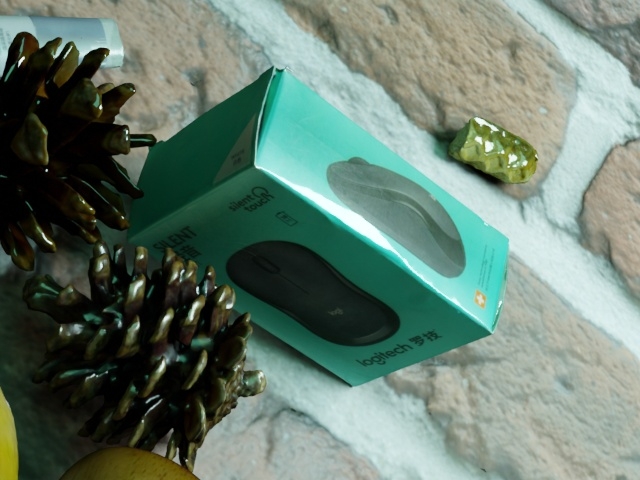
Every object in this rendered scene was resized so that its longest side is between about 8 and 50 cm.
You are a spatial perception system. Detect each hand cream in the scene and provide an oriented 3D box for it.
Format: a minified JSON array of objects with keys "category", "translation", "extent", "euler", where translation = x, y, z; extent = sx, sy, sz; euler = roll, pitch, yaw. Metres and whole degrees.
[{"category":"hand cream","translation":[-0.315,-0.187,1.310],"extent":[0.255,0.048,0.079],"euler":[-7,70,-34]}]

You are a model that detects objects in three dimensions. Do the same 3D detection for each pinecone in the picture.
[{"category":"pinecone","translation":[-0.158,0.093,1.172],"extent":[0.212,0.185,0.168],"euler":[30,18,16]},{"category":"pinecone","translation":[-0.253,-0.085,1.197],"extent":[0.201,0.202,0.229],"euler":[5,36,13]}]

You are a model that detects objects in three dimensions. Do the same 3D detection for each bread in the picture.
[{"category":"bread","translation":[0.207,-0.105,1.590],"extent":[0.110,0.060,0.066],"euler":[23,24,-20]}]

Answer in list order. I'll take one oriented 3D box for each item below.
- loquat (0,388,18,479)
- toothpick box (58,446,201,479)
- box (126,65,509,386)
[{"category":"loquat","translation":[-0.356,0.179,0.930],"extent":[0.359,0.328,0.328],"euler":[48,27,-64]},{"category":"toothpick box","translation":[-0.185,0.310,1.032],"extent":[0.192,0.192,0.294],"euler":[37,45,-10]},{"category":"box","translation":[0.000,0.000,1.273],"extent":[0.311,0.205,0.118],"euler":[36,48,-27]}]
